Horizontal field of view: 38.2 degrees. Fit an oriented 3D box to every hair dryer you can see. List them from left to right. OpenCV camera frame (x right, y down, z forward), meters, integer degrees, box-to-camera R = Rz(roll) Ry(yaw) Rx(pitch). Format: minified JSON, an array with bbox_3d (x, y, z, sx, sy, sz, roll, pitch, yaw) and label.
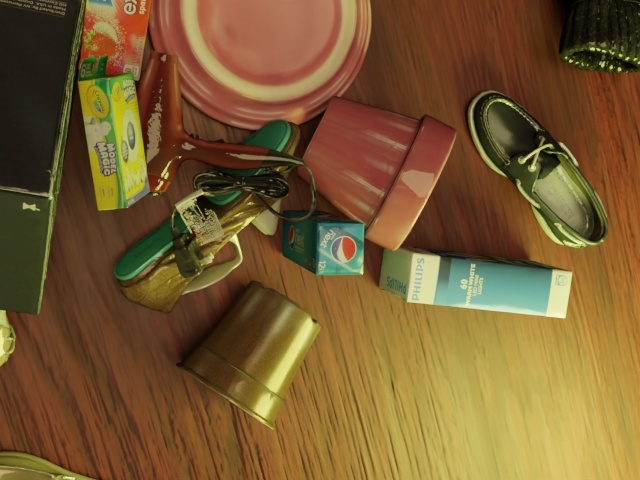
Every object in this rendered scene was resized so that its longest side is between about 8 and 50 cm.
[{"bbox_3d":[-0.159,-0.118,1.239,0.223,0.080,0.294,-31,100,-4],"label":"hair dryer"}]

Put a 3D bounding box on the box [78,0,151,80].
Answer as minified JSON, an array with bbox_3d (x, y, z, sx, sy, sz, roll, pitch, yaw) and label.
[{"bbox_3d":[-0.281,-0.354,1.206,0.128,0.123,0.257,8,113,-15],"label":"box"}]

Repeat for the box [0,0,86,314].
[{"bbox_3d":[-0.392,-0.111,1.089,0.182,0.296,0.294,8,59,-16],"label":"box"}]

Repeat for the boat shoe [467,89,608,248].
[{"bbox_3d":[0.350,-0.114,1.452,0.114,0.091,0.302,-46,105,-7],"label":"boat shoe"}]

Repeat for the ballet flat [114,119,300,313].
[{"bbox_3d":[-0.139,-0.023,1.330,0.342,0.116,0.124,-45,125,-7],"label":"ballet flat"}]

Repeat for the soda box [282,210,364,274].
[{"bbox_3d":[0.000,0.000,1.307,0.067,0.210,0.071,0,96,-16],"label":"soda box"}]

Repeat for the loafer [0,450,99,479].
[{"bbox_3d":[-0.388,0.369,1.300,0.268,0.092,0.102,15,91,-16],"label":"loafer"}]

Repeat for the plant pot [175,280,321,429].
[{"bbox_3d":[-0.094,0.157,1.333,0.167,0.167,0.165,36,78,-15],"label":"plant pot"}]

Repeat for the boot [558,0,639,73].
[{"bbox_3d":[0.379,-0.408,1.410,0.347,0.131,0.260,11,93,-16],"label":"boot"}]

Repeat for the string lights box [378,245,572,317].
[{"bbox_3d":[0.234,0.062,1.416,0.259,0.133,0.077,7,94,-16],"label":"string lights box"}]

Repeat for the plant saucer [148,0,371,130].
[{"bbox_3d":[-0.078,-0.324,1.321,0.332,0.084,0.332,-2,97,-15],"label":"plant saucer"}]

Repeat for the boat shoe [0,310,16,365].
[{"bbox_3d":[-0.466,0.128,1.253,0.103,0.113,0.302,34,97,-17],"label":"boat shoe"}]

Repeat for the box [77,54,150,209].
[{"bbox_3d":[-0.252,-0.136,1.130,0.043,0.105,0.179,-6,104,7],"label":"box"}]

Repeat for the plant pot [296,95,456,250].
[{"bbox_3d":[0.072,-0.111,1.334,0.180,0.201,0.201,27,88,-2],"label":"plant pot"}]
